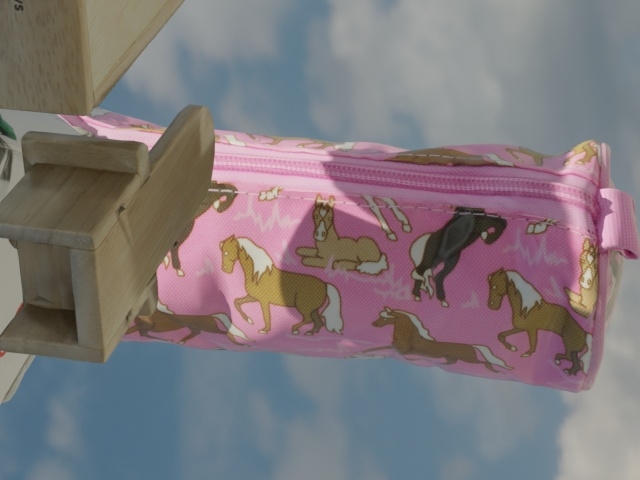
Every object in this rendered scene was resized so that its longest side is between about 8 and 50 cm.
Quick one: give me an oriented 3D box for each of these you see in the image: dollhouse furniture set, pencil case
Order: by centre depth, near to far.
[{"bbox_3d":[-0.234,-0.132,0.707,0.174,0.355,0.303,-63,-25,-58],"label":"dollhouse furniture set"},{"bbox_3d":[0.000,0.000,1.065,0.167,0.386,0.160,-45,-39,-78],"label":"pencil case"}]

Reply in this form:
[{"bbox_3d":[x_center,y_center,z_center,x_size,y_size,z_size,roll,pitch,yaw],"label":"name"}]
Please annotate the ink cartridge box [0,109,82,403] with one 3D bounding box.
[{"bbox_3d":[-0.228,-0.005,0.852,0.219,0.092,0.160,14,-68,-54],"label":"ink cartridge box"}]
